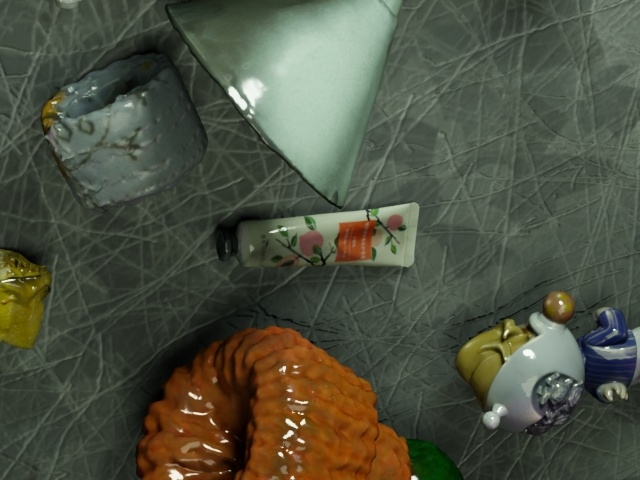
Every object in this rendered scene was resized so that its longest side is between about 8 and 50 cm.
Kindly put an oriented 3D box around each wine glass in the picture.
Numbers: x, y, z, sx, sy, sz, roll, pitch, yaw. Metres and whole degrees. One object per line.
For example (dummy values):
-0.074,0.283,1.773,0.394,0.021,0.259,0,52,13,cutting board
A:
0.079,-0.256,1.652,0.406,0.267,0.267,-41,121,3,wine glass

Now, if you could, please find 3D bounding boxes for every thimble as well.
-0.197,-0.108,1.717,0.151,0.127,0.118,-22,120,4,thimble

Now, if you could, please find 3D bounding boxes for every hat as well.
-0.019,0.281,1.942,0.285,0.285,0.400,-41,140,9,hat

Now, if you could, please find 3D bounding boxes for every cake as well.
-0.382,0.065,1.810,0.185,0.079,0.116,-13,134,-19,cake

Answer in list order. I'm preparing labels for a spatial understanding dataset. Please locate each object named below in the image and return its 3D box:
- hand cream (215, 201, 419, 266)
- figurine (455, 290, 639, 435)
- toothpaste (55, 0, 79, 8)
0.000,0.000,1.883,0.234,0.050,0.080,-4,116,-20,hand cream
0.297,0.156,2.005,0.274,0.133,0.194,8,128,-34,figurine
-0.244,-0.319,1.646,0.048,0.031,0.190,0,115,-12,toothpaste
